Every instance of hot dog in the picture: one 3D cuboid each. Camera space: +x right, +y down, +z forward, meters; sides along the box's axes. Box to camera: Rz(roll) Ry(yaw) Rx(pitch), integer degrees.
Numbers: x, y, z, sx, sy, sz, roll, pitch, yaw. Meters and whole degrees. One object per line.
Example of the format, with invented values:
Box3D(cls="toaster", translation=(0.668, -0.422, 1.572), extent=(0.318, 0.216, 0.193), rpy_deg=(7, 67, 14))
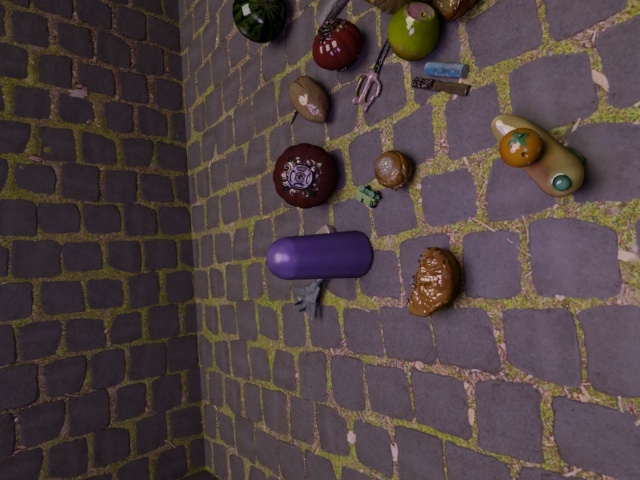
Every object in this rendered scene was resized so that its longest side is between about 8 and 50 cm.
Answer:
Box3D(cls="hot dog", translation=(0.446, -0.869, 1.401), extent=(0.259, 0.114, 0.175), rpy_deg=(57, 135, 37))

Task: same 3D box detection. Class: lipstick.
Box3D(cls="lipstick", translation=(0.446, -0.608, 1.450), extent=(0.158, 0.048, 0.048), rpy_deg=(30, 113, 44))

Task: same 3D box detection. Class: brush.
Box3D(cls="brush", translation=(0.427, -0.563, 1.483), extent=(0.248, 0.036, 0.043), rpy_deg=(34, 120, 44))

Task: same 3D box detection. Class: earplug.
Box3D(cls="earplug", translation=(-0.016, 0.068, 1.693), extent=(0.215, 0.456, 0.215), rpy_deg=(4, 95, 52))

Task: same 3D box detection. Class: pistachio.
Box3D(cls="pistachio", translation=(-0.055, -0.674, 1.951), extent=(0.162, 0.181, 0.293), rpy_deg=(-35, 61, 2))

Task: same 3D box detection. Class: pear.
Box3D(cls="pear", translation=(0.336, -0.746, 1.482), extent=(0.219, 0.188, 0.187), rpy_deg=(94, 158, -67))

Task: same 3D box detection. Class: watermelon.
Box3D(cls="watermelon", translation=(-0.321, -1.202, 2.157), extent=(0.285, 0.285, 0.284), rpy_deg=(1, 92, 49))

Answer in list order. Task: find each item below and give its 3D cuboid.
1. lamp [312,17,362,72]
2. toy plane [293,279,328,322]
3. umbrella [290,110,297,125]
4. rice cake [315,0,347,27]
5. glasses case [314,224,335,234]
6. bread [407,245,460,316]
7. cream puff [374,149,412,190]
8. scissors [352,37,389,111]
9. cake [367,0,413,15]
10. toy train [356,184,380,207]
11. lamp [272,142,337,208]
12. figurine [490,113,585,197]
Box3D(cls="lamp", translation=(0.068, -0.844, 1.758), extent=(0.227, 0.227, 0.226), rpy_deg=(1, 92, 49))
Box3D(cls="toy plane", translation=(-0.026, 0.249, 1.997), extent=(0.267, 0.088, 0.212), rpy_deg=(-53, 54, 26))
Box3D(cls="umbrella", translation=(-0.138, -0.654, 2.154), extent=(0.013, 0.022, 0.122), rpy_deg=(41, 136, 11))
Box3D(cls="rice cake", translation=(0.113, -1.115, 1.816), extent=(0.399, 0.064, 0.070), rpy_deg=(-33, 76, 45))
Box3D(cls="glasses case", translation=(0.000, 0.000, 1.979), extent=(0.196, 0.050, 0.083), rpy_deg=(-42, 58, 41))
Box3D(cls="bread", translation=(0.411, 0.158, 1.432), extent=(0.147, 0.160, 0.260), rpy_deg=(22, 104, 39))
Box3D(cls="cream puff", translation=(0.288, -0.272, 1.590), extent=(0.150, 0.115, 0.165), rpy_deg=(-18, 68, 41))
Box3D(cls="scissors", translation=(0.230, -0.709, 1.719), extent=(0.160, 0.024, 0.317), rpy_deg=(51, 127, 38))
Box3D(cls="cake", translation=(0.240, -1.008, 1.548), extent=(0.286, 0.223, 0.227), rpy_deg=(53, 127, 35))
Box3D(cls="toy train", translation=(0.205, -0.190, 1.739), extent=(0.122, 0.050, 0.081), rpy_deg=(40, 124, 41))
Box3D(cls="lamp", translation=(-0.070, -0.298, 1.891), extent=(0.304, 0.257, 0.302), rpy_deg=(2, 102, 9))
Box3D(cls="figurine", translation=(0.595, -0.247, 1.151), extent=(0.324, 0.222, 0.124), rpy_deg=(59, 133, 30))
